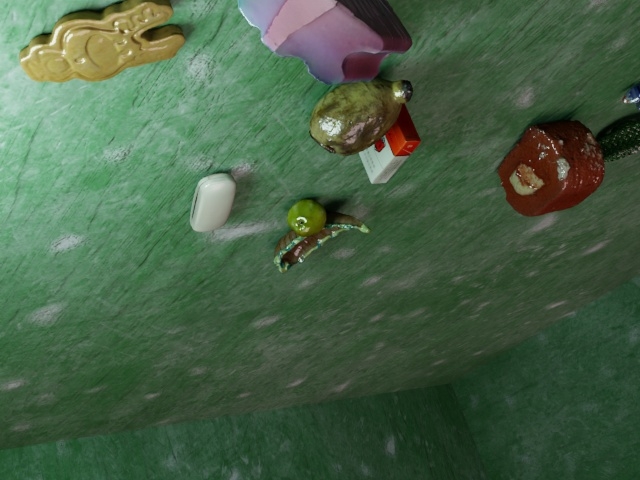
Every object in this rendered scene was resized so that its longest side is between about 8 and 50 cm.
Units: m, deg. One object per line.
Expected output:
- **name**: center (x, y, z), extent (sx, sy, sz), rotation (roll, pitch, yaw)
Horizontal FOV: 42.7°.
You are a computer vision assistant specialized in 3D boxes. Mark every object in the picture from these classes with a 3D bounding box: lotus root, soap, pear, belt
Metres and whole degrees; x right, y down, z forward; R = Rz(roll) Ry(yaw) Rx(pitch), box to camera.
- **lotus root**: center (0.076, -0.235, 1.515), extent (0.214, 0.138, 0.138), rotation (-27, 156, 15)
- **soap**: center (0.007, -0.323, 1.154), extent (0.109, 0.193, 0.324), rotation (-37, 178, 24)
- **pear**: center (-0.031, -0.052, 1.880), extent (0.092, 0.097, 0.092), rotation (1, 130, 2)
- **belt**: center (0.783, -0.261, 2.090), extent (0.151, 0.079, 0.121), rotation (-20, 170, 30)

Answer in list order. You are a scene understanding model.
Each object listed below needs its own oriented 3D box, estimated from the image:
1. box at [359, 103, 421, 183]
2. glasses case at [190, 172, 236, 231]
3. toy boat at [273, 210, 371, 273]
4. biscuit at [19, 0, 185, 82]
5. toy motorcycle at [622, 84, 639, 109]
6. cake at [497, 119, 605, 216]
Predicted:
- **box**: center (0.137, -0.199, 1.674), extent (0.048, 0.100, 0.152), rotation (-7, 154, -33)
- **glasses case**: center (-0.226, -0.077, 1.715), extent (0.081, 0.051, 0.204), rotation (-11, 155, -23)
- **toy boat**: center (-0.001, -0.011, 1.991), extent (0.293, 0.099, 0.108), rotation (-27, 158, 35)
- **biscuit**: center (-0.322, -0.288, 1.203), extent (0.236, 0.040, 0.144), rotation (-21, 152, -4)
- **toy motorcycle**: center (0.804, -0.366, 1.878), extent (0.114, 0.076, 0.205), rotation (14, 143, -39)
- **cake**: center (0.558, -0.165, 1.985), extent (0.151, 0.177, 0.283), rotation (-10, 156, -21)
